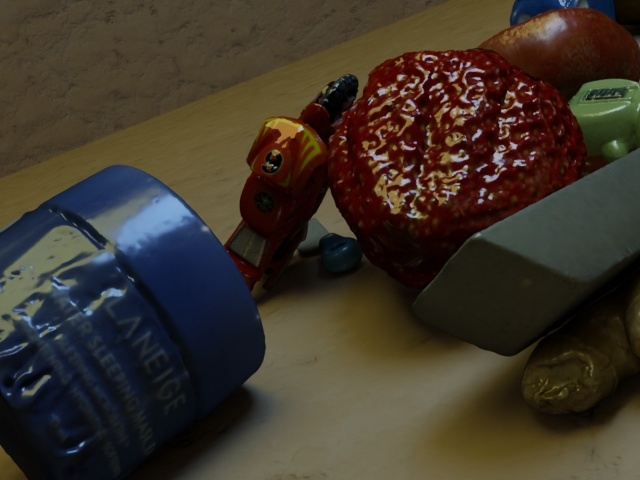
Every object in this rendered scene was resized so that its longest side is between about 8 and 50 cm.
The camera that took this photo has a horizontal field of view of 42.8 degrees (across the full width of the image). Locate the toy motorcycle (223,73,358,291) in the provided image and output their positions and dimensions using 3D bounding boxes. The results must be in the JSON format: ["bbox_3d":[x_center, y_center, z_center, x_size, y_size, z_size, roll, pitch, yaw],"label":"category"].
[{"bbox_3d":[-0.042,-0.061,0.964,0.089,0.298,0.171,30,36,6],"label":"toy motorcycle"}]

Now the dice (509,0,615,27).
[{"bbox_3d":[0.443,-0.396,1.494,0.146,0.146,0.143,-33,25,-32],"label":"dice"}]

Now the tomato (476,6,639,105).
[{"bbox_3d":[0.308,-0.196,1.077,0.237,0.237,0.095,-14,64,17],"label":"tomato"}]

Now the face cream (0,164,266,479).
[{"bbox_3d":[-0.211,0.089,0.738,0.225,0.249,0.249,-39,27,-29],"label":"face cream"}]

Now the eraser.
[{"bbox_3d":[0.230,-0.007,0.665,0.353,0.077,0.111,-24,-24,-35],"label":"eraser"}]

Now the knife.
[{"bbox_3d":[-0.002,0.001,1.080,0.058,0.032,0.244,-33,17,-8],"label":"knife"}]

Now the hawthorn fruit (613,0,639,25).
[{"bbox_3d":[0.622,-0.549,1.490,0.268,0.300,0.267,-13,26,6],"label":"hawthorn fruit"}]

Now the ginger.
[{"bbox_3d":[0.296,0.034,0.631,0.334,0.081,0.148,-25,-18,-30],"label":"ginger"}]

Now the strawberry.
[{"bbox_3d":[0.119,-0.068,0.819,0.288,0.239,0.250,-54,-3,-45],"label":"strawberry"}]

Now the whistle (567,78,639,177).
[{"bbox_3d":[0.348,-0.128,0.949,0.289,0.106,0.131,1,41,40],"label":"whistle"}]
